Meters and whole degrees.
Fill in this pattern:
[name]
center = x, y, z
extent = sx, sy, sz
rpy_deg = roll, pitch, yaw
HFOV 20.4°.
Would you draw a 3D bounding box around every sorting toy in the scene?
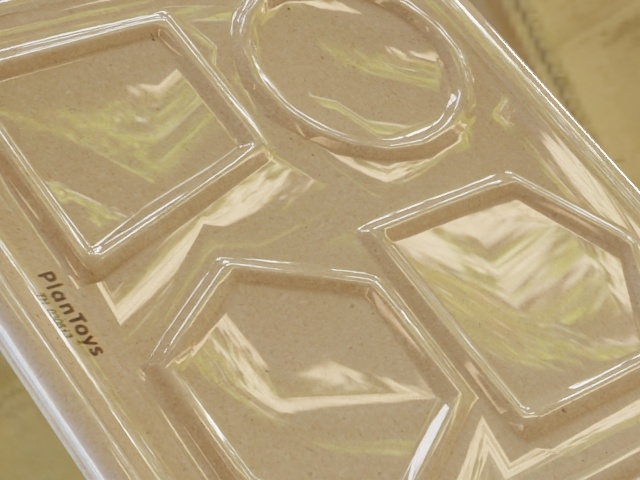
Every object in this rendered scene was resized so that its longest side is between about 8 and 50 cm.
[sorting toy]
center = 0.000, 0.000, 0.454
extent = 0.208, 0.038, 0.193
rpy_deg = -18, -121, -39
